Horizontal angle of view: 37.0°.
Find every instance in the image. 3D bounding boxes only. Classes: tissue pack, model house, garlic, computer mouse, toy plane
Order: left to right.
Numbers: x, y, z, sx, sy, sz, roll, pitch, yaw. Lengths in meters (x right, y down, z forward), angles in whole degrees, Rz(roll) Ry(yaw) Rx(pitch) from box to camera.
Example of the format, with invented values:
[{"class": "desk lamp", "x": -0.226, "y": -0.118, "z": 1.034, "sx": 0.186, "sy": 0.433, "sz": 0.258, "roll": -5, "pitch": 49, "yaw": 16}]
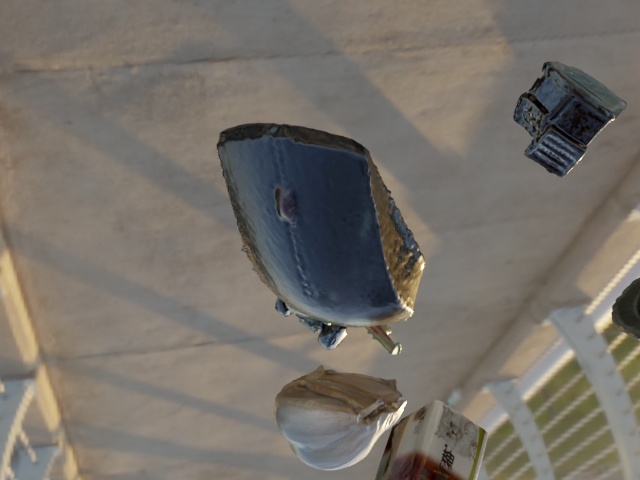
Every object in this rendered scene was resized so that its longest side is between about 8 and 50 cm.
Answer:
[{"class": "computer mouse", "x": -0.002, "y": 0.005, "z": 0.932, "sx": 0.168, "sy": 0.087, "sz": 0.295, "roll": 9, "pitch": 148, "yaw": 28}, {"class": "toy plane", "x": 0.015, "y": 0.075, "z": 1.200, "sx": 0.104, "sy": 0.242, "sz": 0.256, "roll": -57, "pitch": 157, "yaw": 0}, {"class": "garlic", "x": 0.028, "y": 0.283, "z": 1.466, "sx": 0.178, "sy": 0.143, "sz": 0.229, "roll": 11, "pitch": -175, "yaw": 38}, {"class": "tissue pack", "x": 0.131, "y": 0.293, "z": 1.194, "sx": 0.099, "sy": 0.149, "sz": 0.106, "roll": 35, "pitch": 137, "yaw": -10}, {"class": "model house", "x": 0.378, "y": -0.189, "z": 1.507, "sx": 0.165, "sy": 0.106, "sz": 0.152, "roll": 33, "pitch": 117, "yaw": -6}]

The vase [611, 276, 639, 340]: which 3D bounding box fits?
[{"class": "vase", "x": 0.519, "y": 0.174, "z": 1.172, "sx": 0.245, "sy": 0.291, "sz": 0.245, "roll": -24, "pitch": -166, "yaw": 6}]
